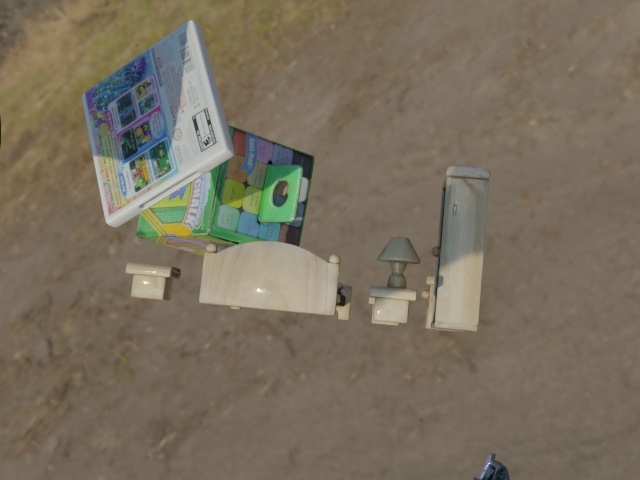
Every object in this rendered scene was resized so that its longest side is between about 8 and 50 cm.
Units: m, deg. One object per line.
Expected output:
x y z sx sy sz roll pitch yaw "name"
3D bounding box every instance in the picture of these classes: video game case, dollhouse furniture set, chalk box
-0.156 -0.110 1.033 0.143 0.019 0.157 -29 59 21 "video game case"
0.000 0.000 1.232 0.303 0.356 0.173 53 -138 -83 "dollhouse furniture set"
-0.101 -0.053 1.301 0.213 0.132 0.132 -3 74 51 "chalk box"

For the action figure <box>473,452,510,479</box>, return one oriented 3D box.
0.219 0.489 1.640 0.330 0.178 0.341 15 84 34 "action figure"
